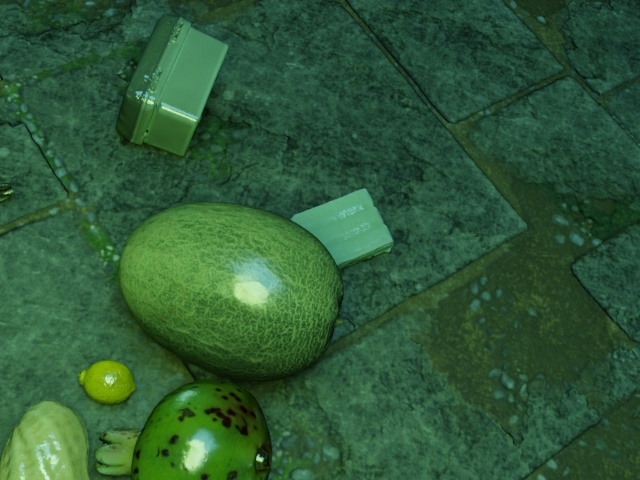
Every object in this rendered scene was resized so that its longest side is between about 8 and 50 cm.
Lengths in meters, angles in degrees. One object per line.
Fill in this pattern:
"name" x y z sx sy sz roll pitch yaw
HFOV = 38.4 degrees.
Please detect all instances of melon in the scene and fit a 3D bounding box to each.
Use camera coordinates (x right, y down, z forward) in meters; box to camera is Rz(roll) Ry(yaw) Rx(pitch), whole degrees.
"melon" -0.126 0.069 1.304 0.329 0.248 0.248 19 56 8

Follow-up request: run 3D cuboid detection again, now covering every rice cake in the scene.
"rice cake" 0.000 0.000 1.497 0.237 0.043 0.127 -20 67 -24

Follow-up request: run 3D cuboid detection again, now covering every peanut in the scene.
"peanut" -0.342 0.330 1.171 0.124 0.123 0.256 -9 64 -19

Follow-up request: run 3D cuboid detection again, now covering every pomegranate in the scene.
"pomegranate" -0.180 0.281 1.213 0.248 0.202 0.202 2 55 19

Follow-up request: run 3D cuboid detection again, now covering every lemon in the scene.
"lemon" -0.300 0.198 1.292 0.083 0.062 0.062 13 57 -8

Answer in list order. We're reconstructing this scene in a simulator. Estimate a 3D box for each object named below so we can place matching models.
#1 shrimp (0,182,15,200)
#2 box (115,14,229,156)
"shrimp" -0.559 -0.025 1.369 0.219 0.046 0.152 -18 64 -19
"box" -0.246 -0.258 1.534 0.129 0.148 0.210 22 59 -10
